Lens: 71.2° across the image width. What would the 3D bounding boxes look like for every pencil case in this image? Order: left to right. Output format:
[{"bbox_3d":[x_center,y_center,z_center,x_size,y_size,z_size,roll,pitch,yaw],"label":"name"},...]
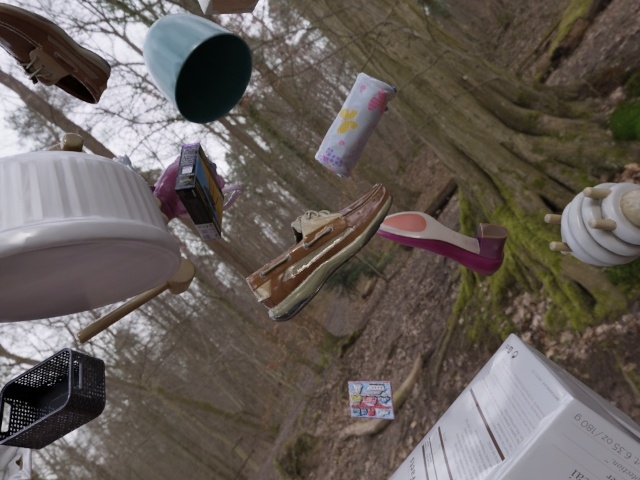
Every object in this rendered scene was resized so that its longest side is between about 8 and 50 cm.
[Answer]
[{"bbox_3d":[0.093,-0.306,1.200,0.273,0.113,0.124,-60,-22,11],"label":"pencil case"}]

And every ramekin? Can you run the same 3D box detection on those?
[{"bbox_3d":[-0.321,-0.001,0.553,0.273,0.127,0.273,-18,-15,-5],"label":"ramekin"}]

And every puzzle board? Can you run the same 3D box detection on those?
[{"bbox_3d":[0.135,0.429,1.205,0.128,0.096,0.011,-10,-9,30],"label":"puzzle board"}]

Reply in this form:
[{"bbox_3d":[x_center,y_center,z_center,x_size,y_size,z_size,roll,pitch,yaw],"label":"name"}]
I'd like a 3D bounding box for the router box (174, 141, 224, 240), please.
[{"bbox_3d":[-0.262,-0.105,0.988,0.046,0.133,0.179,-7,-35,3],"label":"router box"}]

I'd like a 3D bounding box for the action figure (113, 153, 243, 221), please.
[{"bbox_3d":[-0.422,-0.067,1.142,0.248,0.276,0.370,-47,8,45],"label":"action figure"}]

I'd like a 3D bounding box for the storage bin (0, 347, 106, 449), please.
[{"bbox_3d":[-0.510,0.302,0.850,0.180,0.122,0.084,-31,-38,9],"label":"storage bin"}]

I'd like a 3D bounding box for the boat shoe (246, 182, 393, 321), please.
[{"bbox_3d":[0.000,0.000,0.821,0.324,0.120,0.122,-45,4,-16],"label":"boat shoe"}]

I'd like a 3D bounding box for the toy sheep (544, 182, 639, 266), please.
[{"bbox_3d":[0.286,-0.014,0.453,0.091,0.091,0.132,-43,-7,-19],"label":"toy sheep"}]

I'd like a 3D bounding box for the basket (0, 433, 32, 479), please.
[{"bbox_3d":[-0.656,0.446,0.846,0.167,0.113,0.103,16,-64,-42],"label":"basket"}]

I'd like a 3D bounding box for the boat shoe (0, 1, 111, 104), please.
[{"bbox_3d":[-0.612,-0.407,1.001,0.324,0.123,0.116,18,-106,-64],"label":"boat shoe"}]

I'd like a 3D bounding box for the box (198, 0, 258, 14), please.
[{"bbox_3d":[-0.177,-0.650,0.986,0.148,0.121,0.311,-21,-2,-29],"label":"box"}]

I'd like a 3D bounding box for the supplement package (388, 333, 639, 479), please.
[{"bbox_3d":[0.201,0.283,0.464,0.293,0.177,0.175,-55,-2,9],"label":"supplement package"}]

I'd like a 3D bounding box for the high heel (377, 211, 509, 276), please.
[{"bbox_3d":[0.341,0.026,1.308,0.127,0.377,0.181,-67,-19,-45],"label":"high heel"}]

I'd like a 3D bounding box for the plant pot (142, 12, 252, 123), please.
[{"bbox_3d":[-0.396,-0.548,1.370,0.293,0.235,0.293,-44,-18,-18],"label":"plant pot"}]

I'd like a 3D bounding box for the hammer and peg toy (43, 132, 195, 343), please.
[{"bbox_3d":[-0.406,-0.007,0.792,0.127,0.361,0.266,-46,5,44],"label":"hammer and peg toy"}]
